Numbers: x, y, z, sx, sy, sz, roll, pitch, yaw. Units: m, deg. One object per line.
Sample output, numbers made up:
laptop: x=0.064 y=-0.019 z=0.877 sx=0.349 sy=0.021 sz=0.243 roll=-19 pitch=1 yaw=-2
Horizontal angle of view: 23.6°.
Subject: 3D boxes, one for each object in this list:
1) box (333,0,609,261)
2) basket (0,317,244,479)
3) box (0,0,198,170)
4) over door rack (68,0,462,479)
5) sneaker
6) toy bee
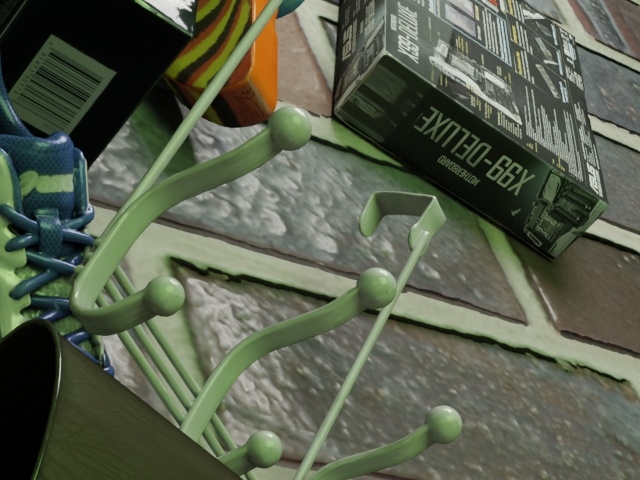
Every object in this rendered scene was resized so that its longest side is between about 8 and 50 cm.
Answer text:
box: x=0.132 y=-0.152 z=1.381 sx=0.242 sy=0.076 sz=0.307 roll=31 pitch=31 yaw=-19
basket: x=-0.067 y=0.172 z=0.650 sx=0.227 sy=0.154 sz=0.204 roll=33 pitch=49 yaw=-25
box: x=-0.150 y=-0.132 z=0.934 sx=0.093 sy=0.156 sz=0.158 roll=31 pitch=31 yaw=-22
over door rack: x=0.000 y=0.000 z=0.840 sx=0.239 sy=0.108 sz=0.324 roll=63 pitch=31 yaw=-36
sneaker: x=-0.162 y=0.013 z=0.760 sx=0.112 sy=0.131 sz=0.296 roll=-6 pitch=56 yaw=-55
toy bee: x=-0.085 y=-0.216 z=1.148 sx=0.298 sy=0.162 sz=0.195 roll=-68 pitch=150 yaw=-44
